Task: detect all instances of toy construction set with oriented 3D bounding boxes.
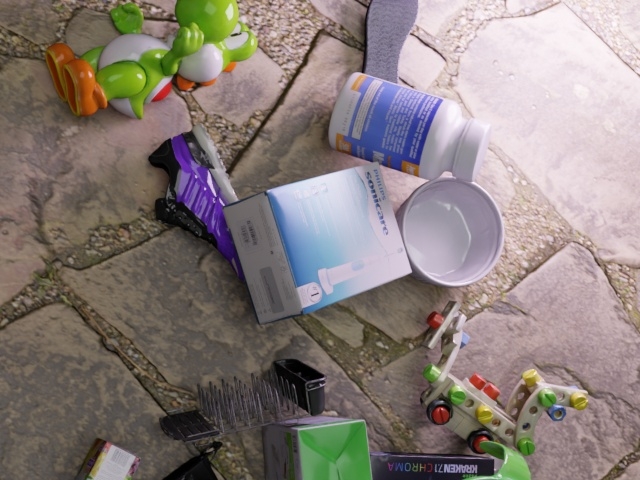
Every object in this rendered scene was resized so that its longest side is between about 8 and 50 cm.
[{"bbox_3d":[0.308,0.269,2.015,0.327,0.151,0.215,39,98,-1],"label":"toy construction set"}]

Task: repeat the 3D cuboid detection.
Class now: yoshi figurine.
[{"bbox_3d":[-0.284,-0.350,1.895,0.362,0.203,0.204,-20,82,-22],"label":"yoshi figurine"}]

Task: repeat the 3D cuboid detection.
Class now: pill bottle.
[{"bbox_3d":[0.164,-0.197,1.982,0.272,0.152,0.152,20,75,13],"label":"pill bottle"}]

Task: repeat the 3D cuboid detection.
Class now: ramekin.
[{"bbox_3d":[0.229,-0.010,2.051,0.207,0.109,0.207,3,81,-17],"label":"ramekin"}]

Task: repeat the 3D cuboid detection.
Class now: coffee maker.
[{"bbox_3d":[-0.187,0.461,1.847,0.171,0.120,0.178,-34,94,-20],"label":"coffee maker"}]

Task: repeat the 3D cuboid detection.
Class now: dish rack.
[{"bbox_3d":[-0.137,0.274,1.850,0.271,0.208,0.074,-10,95,-17],"label":"dish rack"}]

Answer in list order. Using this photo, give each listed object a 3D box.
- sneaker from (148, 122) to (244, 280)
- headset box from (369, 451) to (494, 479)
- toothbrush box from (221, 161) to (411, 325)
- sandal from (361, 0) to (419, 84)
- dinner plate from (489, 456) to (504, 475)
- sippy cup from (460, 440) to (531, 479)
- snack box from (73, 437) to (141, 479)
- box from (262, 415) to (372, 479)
[{"bbox_3d":[-0.214,-0.047,1.928,0.146,0.102,0.293,-24,87,-12],"label":"sneaker"},{"bbox_3d":[0.171,0.523,1.946,0.246,0.131,0.283,6,81,-16],"label":"headset box"},{"bbox_3d":[0.000,0.000,1.904,0.295,0.126,0.216,-19,92,-45],"label":"toothbrush box"},{"bbox_3d":[0.122,-0.380,2.104,0.097,0.054,0.255,15,88,-8],"label":"sandal"},{"bbox_3d":[0.343,0.479,2.069,0.141,0.017,0.141,3,80,-17],"label":"dinner plate"},{"bbox_3d":[0.229,0.493,1.780,0.305,0.224,0.240,-28,92,-18],"label":"sippy cup"},{"bbox_3d":[-0.375,0.427,1.763,0.070,0.174,0.207,28,74,-11],"label":"snack box"},{"bbox_3d":[-0.005,0.437,1.849,0.126,0.231,0.262,-5,84,-18],"label":"box"}]
